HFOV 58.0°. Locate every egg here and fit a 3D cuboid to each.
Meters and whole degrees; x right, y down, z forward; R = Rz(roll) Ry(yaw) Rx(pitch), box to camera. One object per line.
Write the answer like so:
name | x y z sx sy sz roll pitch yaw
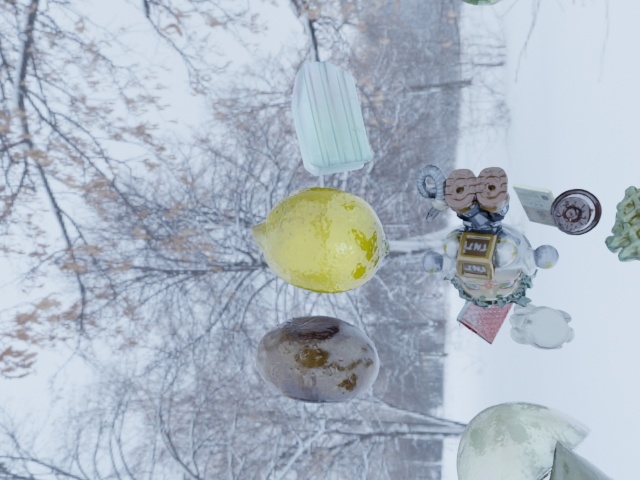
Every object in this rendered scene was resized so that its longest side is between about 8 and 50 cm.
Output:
egg | 0.431 0.476 1.321 0.201 0.337 0.337 47 169 27

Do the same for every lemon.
lemon | 0.000 0.000 1.316 0.245 0.319 0.246 8 -90 -82

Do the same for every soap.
soap | 0.022 -0.398 1.877 0.115 0.208 0.347 153 105 -72

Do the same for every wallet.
wallet | 0.413 0.159 1.420 0.196 0.103 0.020 -47 -15 -39

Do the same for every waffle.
waffle | 0.767 -0.057 1.214 0.056 0.309 0.292 39 -106 -27

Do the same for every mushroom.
mushroom | -0.010 0.328 1.614 0.345 0.344 0.239 -62 -46 -68

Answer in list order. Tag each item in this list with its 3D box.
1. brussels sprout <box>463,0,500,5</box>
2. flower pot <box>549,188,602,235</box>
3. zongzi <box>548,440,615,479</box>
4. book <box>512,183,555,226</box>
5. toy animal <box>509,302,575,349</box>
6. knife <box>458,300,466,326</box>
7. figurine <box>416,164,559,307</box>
brussels sprout | 0.339 -0.594 1.173 0.220 0.210 0.271 65 -160 7
flower pot | 0.567 -0.060 1.291 0.089 0.111 0.111 -16 -74 -61
zongzi | 0.598 0.535 1.086 0.174 0.355 0.393 -59 -30 -43
book | 0.744 -0.115 1.959 0.016 0.138 0.199 -54 -50 -15
toy animal | 0.651 0.253 1.692 0.193 0.178 0.128 35 -114 -78
knife | 0.517 0.133 1.958 0.080 0.044 0.332 96 -166 -65
figurine | 0.333 0.016 1.149 0.186 0.260 0.382 -67 -29 -22
